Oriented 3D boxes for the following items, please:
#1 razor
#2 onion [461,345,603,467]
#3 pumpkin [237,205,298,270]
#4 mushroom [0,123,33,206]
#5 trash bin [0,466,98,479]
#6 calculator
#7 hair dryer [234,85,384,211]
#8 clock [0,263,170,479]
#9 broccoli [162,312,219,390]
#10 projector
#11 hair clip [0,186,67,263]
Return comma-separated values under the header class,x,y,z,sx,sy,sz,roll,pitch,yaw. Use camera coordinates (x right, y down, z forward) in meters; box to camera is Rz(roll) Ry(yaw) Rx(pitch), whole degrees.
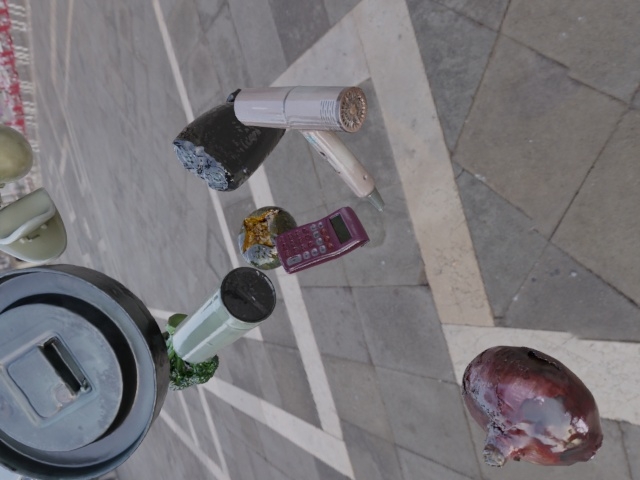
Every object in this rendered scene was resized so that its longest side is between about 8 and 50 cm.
class,x,y,z,sx,sy,sz,roll,pitch,yaw
razor,-0.211,-0.259,1.168,0.189,0.327,0.107,34,132,-4
onion,0.365,0.313,0.843,0.252,0.219,0.252,34,160,14
pumpkin,-0.180,-0.005,1.648,0.237,0.159,0.238,-17,57,29
mushroom,-0.783,-0.161,1.056,0.246,0.246,0.203,8,108,57
trash bin,-0.781,0.578,1.220,0.367,0.296,0.256,18,158,24
calculator,0.000,0.000,0.999,0.127,0.190,0.034,-113,1,-47
hair dryer,0.009,-0.123,0.645,0.195,0.054,0.220,17,160,41
clock,-0.380,0.190,0.679,0.066,0.318,0.319,-69,-35,-81
broccoli,-0.510,0.411,1.742,0.297,0.297,0.298,47,131,35
projector,-0.199,0.158,0.919,0.337,0.108,0.108,-40,72,51
hair clip,-0.646,-0.036,1.018,0.282,0.172,0.113,25,146,39
